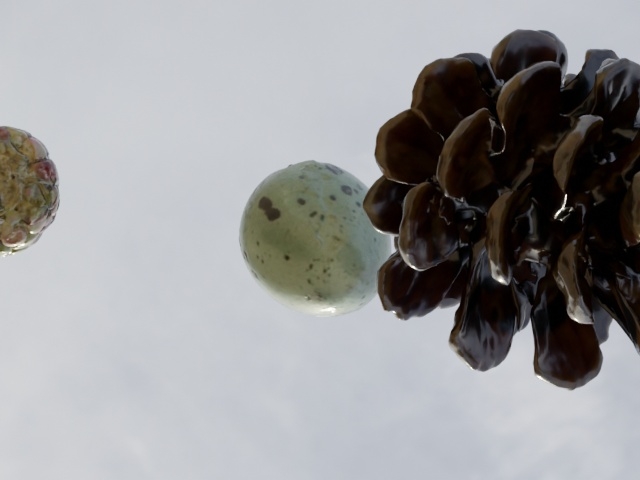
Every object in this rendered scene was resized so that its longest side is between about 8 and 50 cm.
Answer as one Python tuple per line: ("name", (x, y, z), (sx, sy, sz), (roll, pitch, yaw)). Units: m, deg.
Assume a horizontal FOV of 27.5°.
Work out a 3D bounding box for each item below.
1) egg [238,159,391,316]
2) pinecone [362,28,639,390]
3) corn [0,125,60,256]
("egg", (0.000, 0.000, 1.120), (0.164, 0.131, 0.131), (34, -65, 58))
("pinecone", (0.169, -0.013, 0.868), (0.309, 0.244, 0.244), (27, -71, 51))
("corn", (-0.251, -0.034, 0.998), (0.280, 0.092, 0.092), (176, -86, -73))
